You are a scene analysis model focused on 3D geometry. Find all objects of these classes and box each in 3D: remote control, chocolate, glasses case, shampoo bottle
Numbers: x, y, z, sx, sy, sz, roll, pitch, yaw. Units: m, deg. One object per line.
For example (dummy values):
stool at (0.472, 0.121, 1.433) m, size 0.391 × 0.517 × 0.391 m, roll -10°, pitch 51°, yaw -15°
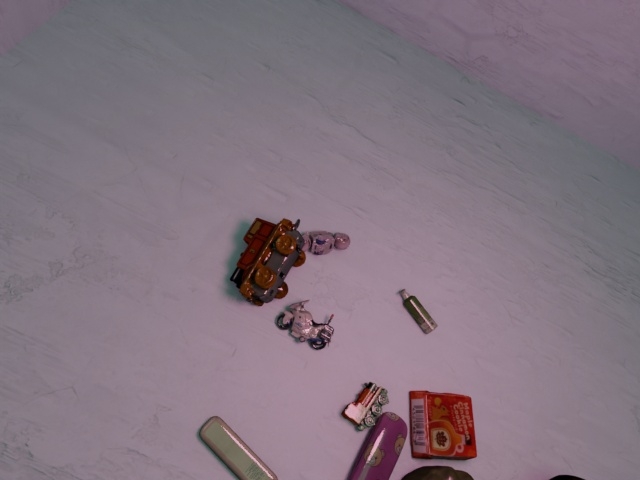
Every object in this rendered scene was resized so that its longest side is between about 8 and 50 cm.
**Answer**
remote control at (-0.265, 0.703, 1.322) m, size 0.309 × 0.038 × 0.090 m, roll 43°, pitch 62°, yaw 5°
chocolate at (0.461, 0.687, 1.524) m, size 0.235 × 0.108 × 0.237 m, roll 11°, pitch 62°, yaw -14°
glasses case at (0.201, 0.756, 1.422) m, size 0.123 × 0.076 × 0.316 m, roll 40°, pitch 62°, yaw -8°
shampoo bottle at (0.404, 0.291, 1.711) m, size 0.065 × 0.065 × 0.204 m, roll -31°, pitch 79°, yaw -27°

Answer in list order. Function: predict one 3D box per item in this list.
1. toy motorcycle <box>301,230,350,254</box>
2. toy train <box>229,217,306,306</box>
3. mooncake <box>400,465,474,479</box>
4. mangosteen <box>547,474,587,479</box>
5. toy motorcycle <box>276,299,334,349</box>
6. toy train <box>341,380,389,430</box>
toy motorcycle at (0.000, 0.000, 1.707) m, size 0.254 × 0.112 × 0.112 m, roll -5°, pitch 68°, yaw -18°
toy train at (-0.198, 0.061, 1.548) m, size 0.232 × 0.163 × 0.369 m, roll 22°, pitch 72°, yaw 26°
mooncake at (0.407, 0.941, 1.342) m, size 0.356 × 0.194 × 0.356 m, roll 7°, pitch 65°, yaw -16°
mangosteen at (0.900, 0.998, 1.440) m, size 0.297 × 0.313 × 0.297 m, roll 24°, pitch 24°, yaw -11°
toy motorcycle at (-0.044, 0.310, 1.546) m, size 0.221 × 0.102 × 0.150 m, roll 31°, pitch 82°, yaw 1°
toy train at (0.169, 0.599, 1.492) m, size 0.118 × 0.074 × 0.176 m, roll 39°, pitch 63°, yaw 6°
